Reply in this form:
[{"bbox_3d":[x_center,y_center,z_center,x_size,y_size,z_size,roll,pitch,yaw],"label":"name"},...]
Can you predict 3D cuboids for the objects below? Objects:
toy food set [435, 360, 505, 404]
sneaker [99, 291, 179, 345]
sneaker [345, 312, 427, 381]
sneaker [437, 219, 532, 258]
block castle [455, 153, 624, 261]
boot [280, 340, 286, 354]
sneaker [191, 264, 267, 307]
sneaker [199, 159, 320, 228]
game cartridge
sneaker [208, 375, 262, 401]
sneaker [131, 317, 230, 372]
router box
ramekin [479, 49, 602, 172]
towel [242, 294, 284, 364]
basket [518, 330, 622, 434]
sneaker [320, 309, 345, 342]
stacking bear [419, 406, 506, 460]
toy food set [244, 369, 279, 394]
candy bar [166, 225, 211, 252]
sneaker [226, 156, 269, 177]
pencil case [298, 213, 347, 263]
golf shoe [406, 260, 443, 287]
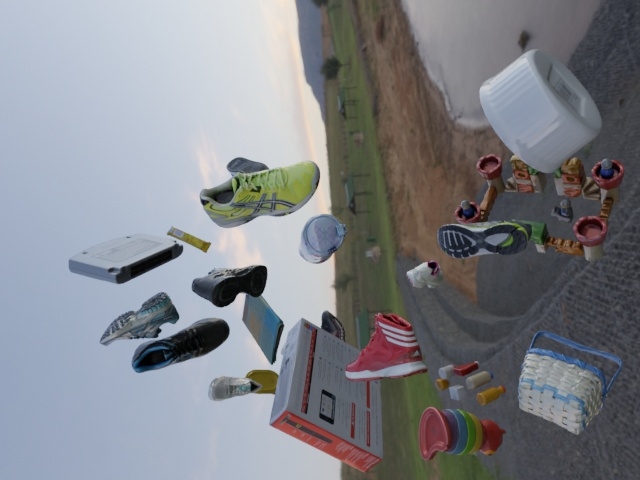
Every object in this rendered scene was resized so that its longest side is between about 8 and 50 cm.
[{"bbox_3d":[0.503,0.476,1.586,0.232,0.104,0.111,-15,86,63],"label":"toy food set"},{"bbox_3d":[-0.607,0.296,1.570,0.122,0.283,0.110,59,-174,-23],"label":"sneaker"},{"bbox_3d":[0.124,0.217,0.955,0.087,0.221,0.128,4,-109,-37],"label":"sneaker"},{"bbox_3d":[0.493,-0.008,1.409,0.121,0.300,0.111,-16,-77,-42],"label":"sneaker"},{"bbox_3d":[0.705,-0.133,1.516,0.213,0.453,0.303,48,-116,-44],"label":"block castle"},{"bbox_3d":[-0.086,0.443,1.985,0.190,0.086,0.069,-33,-42,-55],"label":"boot"},{"bbox_3d":[-0.266,0.118,1.408,0.286,0.130,0.109,-5,-73,-61],"label":"sneaker"},{"bbox_3d":[-0.183,-0.145,1.408,0.147,0.385,0.145,47,-156,-63],"label":"sneaker"},{"bbox_3d":[-0.585,0.047,1.408,0.297,0.198,0.062,-36,-50,-63],"label":"game cartridge"},{"bbox_3d":[-0.282,0.495,1.570,0.212,0.094,0.080,14,-108,-58],"label":"sneaker"},{"bbox_3d":[-0.473,0.371,1.596,0.139,0.341,0.125,-168,57,-79],"label":"sneaker"},{"bbox_3d":[0.030,0.417,1.297,0.301,0.082,0.335,33,-151,-14],"label":"router box"},{"bbox_3d":[0.521,-0.310,1.091,0.135,0.277,0.277,-42,43,45],"label":"ramekin"},{"bbox_3d":[-0.301,0.415,2.386,0.370,0.040,0.271,44,130,44],"label":"towel"},{"bbox_3d":[0.743,0.417,1.430,0.289,0.255,0.201,-43,-49,-29],"label":"basket"},{"bbox_3d":[0.023,0.440,2.004,0.106,0.162,0.281,29,147,44],"label":"sneaker"},{"bbox_3d":[0.516,0.690,1.660,0.175,0.289,0.164,120,156,-45],"label":"stacking bear"},{"bbox_3d":[-0.261,0.690,2.226,0.128,0.218,0.071,-102,26,-46],"label":"toy food set"},{"bbox_3d":[-0.446,-0.006,1.571,0.018,0.161,0.040,87,-153,-69],"label":"candy bar"},{"bbox_3d":[-0.259,-0.227,1.923,0.295,0.124,0.178,32,162,44],"label":"sneaker"},{"bbox_3d":[0.000,0.000,1.357,0.113,0.124,0.273,60,170,5],"label":"pencil case"},{"bbox_3d":[0.550,0.161,2.293,0.306,0.140,0.115,-2,-127,-53],"label":"golf shoe"}]
